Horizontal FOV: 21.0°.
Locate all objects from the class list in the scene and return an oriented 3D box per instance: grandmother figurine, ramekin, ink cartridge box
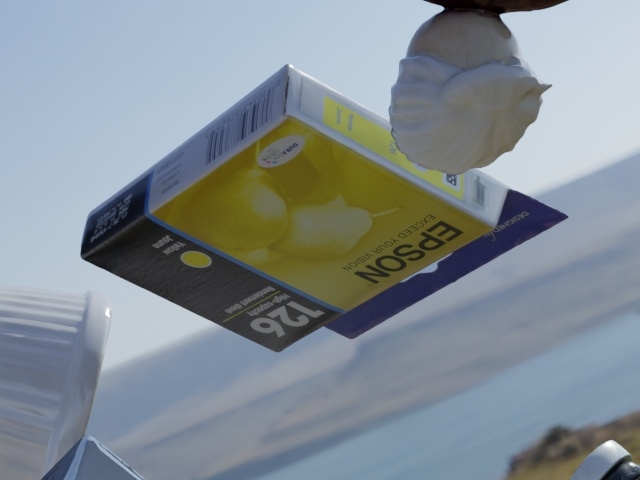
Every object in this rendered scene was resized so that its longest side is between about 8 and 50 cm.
[{"bbox_3d":[0.099,-0.208,1.002,0.208,0.342,0.104,7,-2,5],"label":"grandmother figurine"},{"bbox_3d":[-0.298,0.166,1.678,0.127,0.273,0.273,15,-11,-10],"label":"ramekin"},{"bbox_3d":[0.000,0.000,1.491,0.307,0.072,0.303,28,-40,-27],"label":"ink cartridge box"}]

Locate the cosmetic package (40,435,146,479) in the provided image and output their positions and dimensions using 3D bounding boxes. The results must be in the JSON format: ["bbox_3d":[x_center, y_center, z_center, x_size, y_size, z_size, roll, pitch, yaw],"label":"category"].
[{"bbox_3d":[-0.157,0.396,1.125,0.329,0.327,0.394,-48,7,9],"label":"cosmetic package"}]

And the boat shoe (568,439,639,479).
[{"bbox_3d":[0.216,0.296,1.381,0.114,0.091,0.302,-32,-36,-35],"label":"boat shoe"}]
